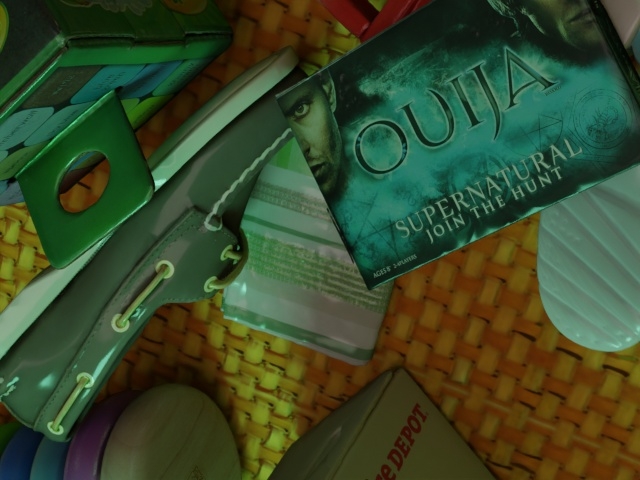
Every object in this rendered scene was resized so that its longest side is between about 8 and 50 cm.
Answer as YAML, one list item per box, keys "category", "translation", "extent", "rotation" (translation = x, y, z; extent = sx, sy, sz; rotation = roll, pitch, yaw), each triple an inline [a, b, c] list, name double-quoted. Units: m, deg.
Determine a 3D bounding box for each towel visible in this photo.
- category: "towel"
  translation: [0.000, 0.000, 0.810]
  extent: [0.113, 0.023, 0.152]
  rotation: [19, 113, 10]

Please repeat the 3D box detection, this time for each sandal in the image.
- category: "sandal"
  translation: [0.177, -0.072, 0.684]
  extent: [0.102, 0.076, 0.265]
  rotation: [16, 107, 29]

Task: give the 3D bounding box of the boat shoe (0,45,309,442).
- category: "boat shoe"
  translation: [-0.102, 0.006, 0.772]
  extent: [0.091, 0.109, 0.305]
  rotation: [44, 105, -7]

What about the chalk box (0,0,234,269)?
- category: "chalk box"
  translation: [-0.188, -0.127, 0.709]
  extent: [0.180, 0.179, 0.289]
  rotation: [-35, 84, 26]

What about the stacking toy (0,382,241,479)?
- category: "stacking toy"
  translation: [-0.228, 0.185, 0.913]
  extent: [0.330, 0.141, 0.141]
  rotation: [-7, 108, 29]

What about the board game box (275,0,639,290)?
- category: "board game box"
  translation: [0.075, -0.065, 0.650]
  extent: [0.186, 0.026, 0.126]
  rotation: [-27, 88, 32]

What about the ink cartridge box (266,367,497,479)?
- category: "ink cartridge box"
  translation: [0.072, 0.250, 0.775]
  extent: [0.117, 0.201, 0.278]
  rotation: [-38, 94, 27]

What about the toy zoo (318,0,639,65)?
- category: "toy zoo"
  translation: [0.081, -0.180, 0.659]
  extent: [0.293, 0.030, 0.192]
  rotation: [47, 119, 16]
